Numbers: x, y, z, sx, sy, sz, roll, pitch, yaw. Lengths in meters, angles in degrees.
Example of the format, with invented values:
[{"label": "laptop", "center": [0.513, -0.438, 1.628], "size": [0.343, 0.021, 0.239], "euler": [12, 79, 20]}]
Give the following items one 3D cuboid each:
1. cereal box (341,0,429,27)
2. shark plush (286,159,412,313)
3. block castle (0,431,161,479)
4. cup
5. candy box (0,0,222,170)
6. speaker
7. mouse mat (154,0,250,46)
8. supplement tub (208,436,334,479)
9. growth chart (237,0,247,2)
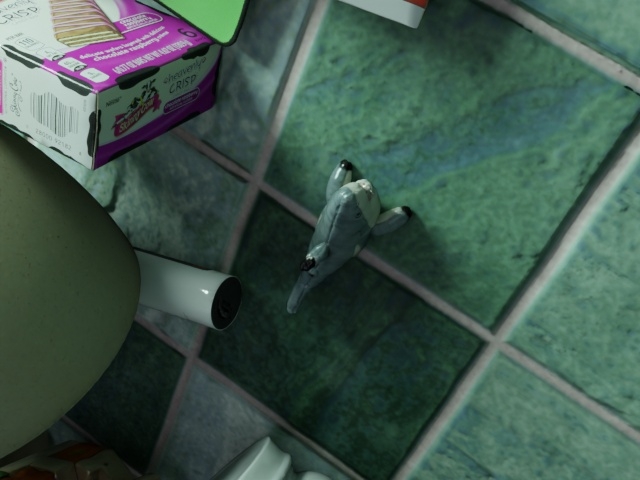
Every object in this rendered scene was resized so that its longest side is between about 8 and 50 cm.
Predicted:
[{"label": "cereal box", "center": [0.023, -0.270, 0.539], "size": [0.173, 0.047, 0.240], "euler": [21, 127, 2]}, {"label": "shark plush", "center": [0.000, 0.000, 0.727], "size": [0.073, 0.067, 0.161], "euler": [47, 131, 0]}, {"label": "block castle", "center": [-0.386, 0.417, 1.072], "size": [0.453, 0.213, 0.302], "euler": [-1, 98, 39]}, {"label": "cup", "center": [-0.352, 0.004, 0.746], "size": [0.331, 0.331, 0.237], "euler": [11, 140, 28]}, {"label": "candy box", "center": [-0.221, -0.158, 0.715], "size": [0.233, 0.159, 0.071], "euler": [26, 126, 17]}, {"label": "speaker", "center": [-0.146, 0.045, 0.858], "size": [0.136, 0.055, 0.055], "euler": [14, 124, 26]}, {"label": "mouse mat", "center": [-0.099, -0.256, 0.651], "size": [0.153, 0.007, 0.189], "euler": [36, 133, 10]}, {"label": "supplement tub", "center": [-0.012, 0.378, 0.852], "size": [0.325, 0.235, 0.235], "euler": [47, 132, 0]}, {"label": "growth chart", "center": [-0.118, -0.288, 0.663], "size": [0.237, 0.021, 0.172], "euler": [37, 132, 10]}]
